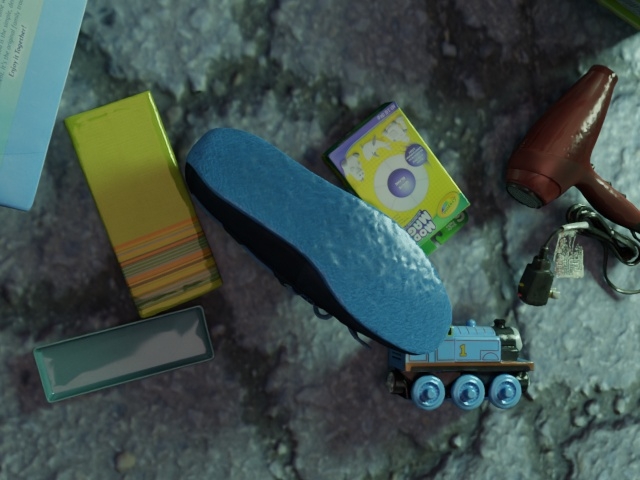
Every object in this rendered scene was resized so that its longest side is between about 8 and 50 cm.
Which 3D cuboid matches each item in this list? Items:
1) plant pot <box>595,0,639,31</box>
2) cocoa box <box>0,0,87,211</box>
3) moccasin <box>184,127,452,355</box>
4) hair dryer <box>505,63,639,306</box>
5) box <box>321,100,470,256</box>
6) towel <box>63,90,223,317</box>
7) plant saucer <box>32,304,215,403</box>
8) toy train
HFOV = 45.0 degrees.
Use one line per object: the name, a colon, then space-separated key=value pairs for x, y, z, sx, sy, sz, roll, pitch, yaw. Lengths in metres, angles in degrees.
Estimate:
plant pot: x=0.406 y=-0.342 z=0.847 sx=0.228 sy=0.227 sz=0.207 roll=23 pitch=105 yaw=-23
cocoa box: x=-0.343 y=-0.227 z=0.674 sx=0.231 sy=0.228 sz=0.347 roll=14 pitch=93 yaw=-34
moccasin: x=0.000 y=0.000 z=0.865 sx=0.342 sy=0.117 sz=0.138 roll=43 pitch=66 yaw=-6
hair dryer: x=0.325 y=-0.069 z=0.962 sx=0.223 sy=0.080 sz=0.294 roll=-7 pitch=104 yaw=-27
box: x=0.096 y=-0.062 z=0.914 sx=0.105 sy=0.043 sz=0.179 roll=-40 pitch=104 yaw=-5
towel: x=-0.196 y=-0.039 z=0.866 sx=0.102 sy=0.021 sz=0.237 roll=-22 pitch=99 yaw=-15
plant saucer: x=-0.221 y=0.127 z=0.878 sx=0.192 sy=0.018 sz=0.067 roll=-14 pitch=99 yaw=-11
toy train: x=0.168 y=0.148 z=0.936 sx=0.184 sy=0.080 sz=0.105 roll=1 pitch=90 yaw=-12
